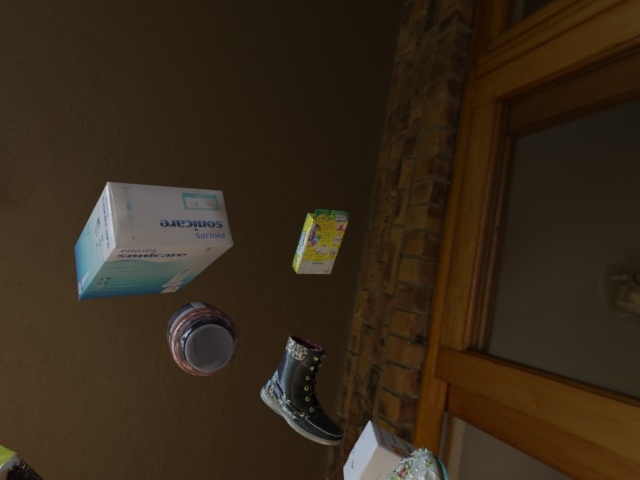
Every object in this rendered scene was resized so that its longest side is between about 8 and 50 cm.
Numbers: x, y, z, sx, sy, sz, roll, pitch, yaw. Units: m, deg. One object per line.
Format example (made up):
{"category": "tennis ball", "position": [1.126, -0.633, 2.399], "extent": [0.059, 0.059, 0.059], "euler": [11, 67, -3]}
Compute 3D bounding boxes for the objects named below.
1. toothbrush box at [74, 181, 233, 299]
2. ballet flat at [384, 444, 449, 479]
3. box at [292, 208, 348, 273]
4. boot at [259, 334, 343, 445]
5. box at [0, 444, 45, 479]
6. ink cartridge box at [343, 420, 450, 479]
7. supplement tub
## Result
{"category": "toothbrush box", "position": [-0.344, 0.012, 0.855], "extent": [0.217, 0.296, 0.126], "euler": [-1, -111, -40]}
{"category": "ballet flat", "position": [0.120, 0.308, 0.535], "extent": [0.077, 0.241, 0.091], "euler": [-18, -125, 4]}
{"category": "box", "position": [0.000, 0.000, 1.082], "extent": [0.105, 0.043, 0.179], "euler": [4, -62, -32]}
{"category": "boot", "position": [-0.023, 0.353, 1.015], "extent": [0.085, 0.237, 0.178], "euler": [16, -81, -61]}
{"category": "box", "position": [-0.374, 0.363, 0.543], "extent": [0.087, 0.058, 0.232], "euler": [-55, -38, -44]}
{"category": "ink cartridge box", "position": [0.203, 0.651, 1.167], "extent": [0.233, 0.171, 0.168], "euler": [29, -92, 1]}
{"category": "supplement tub", "position": [-0.194, 0.160, 0.698], "extent": [0.106, 0.198, 0.105], "euler": [1, -93, -22]}
